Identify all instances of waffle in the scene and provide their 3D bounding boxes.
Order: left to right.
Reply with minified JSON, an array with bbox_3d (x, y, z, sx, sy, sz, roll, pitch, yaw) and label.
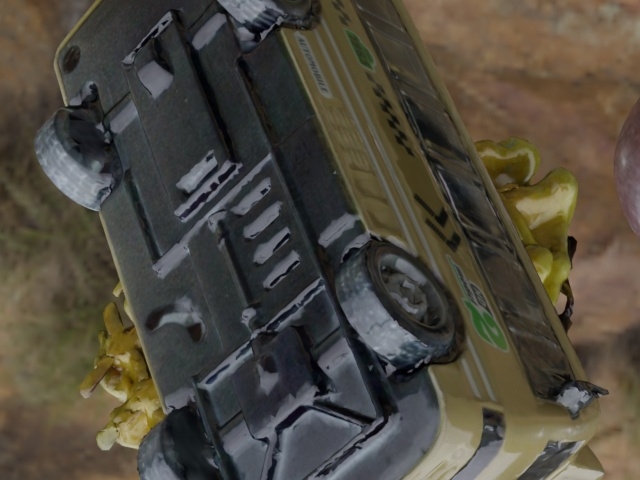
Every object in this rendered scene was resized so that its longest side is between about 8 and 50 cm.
[{"bbox_3d":[0.010,0.049,1.408,0.382,0.380,0.095,3,143,20],"label":"waffle"}]

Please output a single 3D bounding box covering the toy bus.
[{"bbox_3d":[0.000,0.000,0.924,0.202,0.365,0.177,17,131,-45],"label":"toy bus"}]

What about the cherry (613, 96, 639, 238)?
[{"bbox_3d":[0.396,-0.081,1.546,0.261,0.221,0.307,8,123,-40],"label":"cherry"}]
